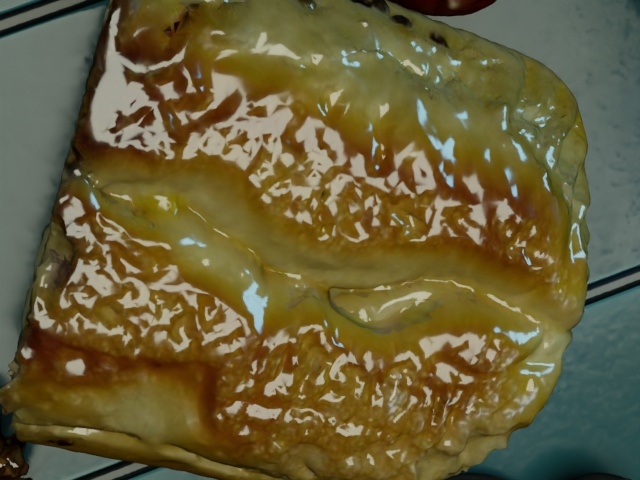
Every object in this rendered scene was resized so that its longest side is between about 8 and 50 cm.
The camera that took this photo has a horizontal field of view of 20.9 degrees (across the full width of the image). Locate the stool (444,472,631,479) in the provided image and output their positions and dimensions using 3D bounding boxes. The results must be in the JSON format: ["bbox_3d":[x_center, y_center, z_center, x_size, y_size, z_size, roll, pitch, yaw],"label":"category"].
[{"bbox_3d":[0.131,0.242,1.250,0.153,0.139,0.228,42,92,-12],"label":"stool"}]

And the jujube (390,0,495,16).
[{"bbox_3d":[0.106,-0.266,1.178,0.155,0.155,0.230,37,90,-11],"label":"jujube"}]

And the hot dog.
[{"bbox_3d":[0.000,0.000,1.180,0.365,0.196,0.367,16,100,-8],"label":"hot dog"}]

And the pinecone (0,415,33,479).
[{"bbox_3d":[-0.279,0.164,1.176,0.173,0.173,0.173,-1,97,-8],"label":"pinecone"}]
